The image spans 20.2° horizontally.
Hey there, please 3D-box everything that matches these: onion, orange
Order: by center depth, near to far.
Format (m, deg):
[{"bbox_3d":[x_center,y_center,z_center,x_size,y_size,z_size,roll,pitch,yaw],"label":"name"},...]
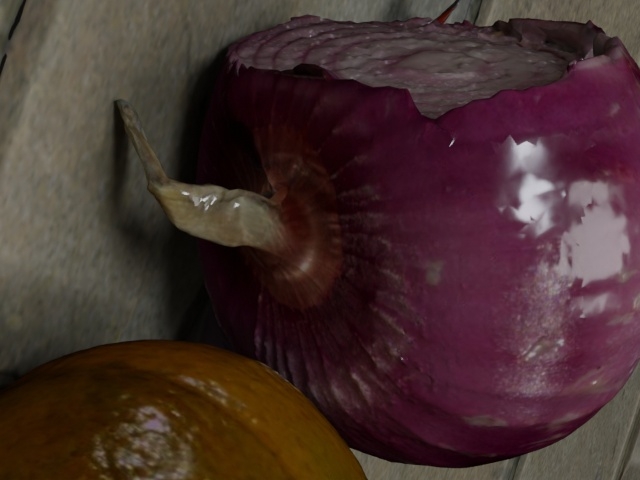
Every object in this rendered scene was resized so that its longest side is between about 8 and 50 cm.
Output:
[{"bbox_3d":[-0.066,0.151,0.632,0.240,0.171,0.240,-50,148,-47],"label":"orange"},{"bbox_3d":[0.044,0.002,0.719,0.200,0.207,0.200,-2,90,-64],"label":"onion"}]

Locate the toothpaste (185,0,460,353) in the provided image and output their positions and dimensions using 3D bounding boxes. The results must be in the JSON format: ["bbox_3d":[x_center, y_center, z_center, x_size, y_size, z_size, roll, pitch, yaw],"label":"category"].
[{"bbox_3d":[0.000,0.000,0.852,0.301,0.048,0.075,-61,152,-32],"label":"toothpaste"}]
